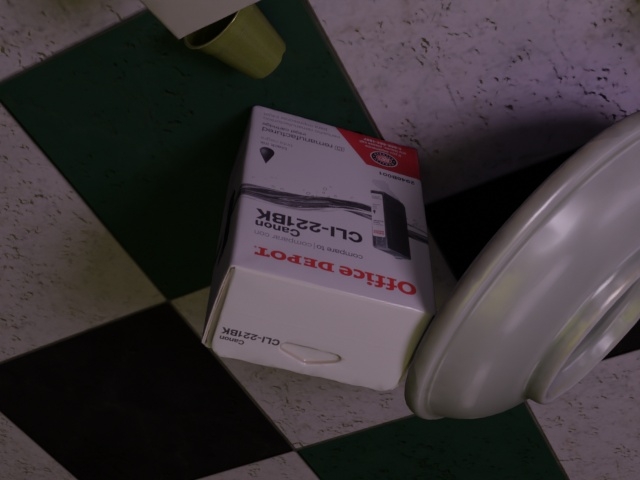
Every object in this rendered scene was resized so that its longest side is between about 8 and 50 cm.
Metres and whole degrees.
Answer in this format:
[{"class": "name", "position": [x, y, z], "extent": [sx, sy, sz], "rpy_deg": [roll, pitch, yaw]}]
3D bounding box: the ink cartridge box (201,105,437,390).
[{"class": "ink cartridge box", "position": [0.000, 0.000, 0.896], "extent": [0.197, 0.273, 0.114], "rpy_deg": [14, 129, -10]}]

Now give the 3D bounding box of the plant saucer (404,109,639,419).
[{"class": "plant saucer", "position": [0.258, 0.057, 0.890], "extent": [0.400, 0.100, 0.400], "rpy_deg": [-36, 153, -22]}]

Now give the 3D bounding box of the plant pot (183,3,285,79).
[{"class": "plant pot", "position": [-0.078, -0.201, 0.865], "extent": [0.083, 0.083, 0.079], "rpy_deg": [-31, 135, 25]}]

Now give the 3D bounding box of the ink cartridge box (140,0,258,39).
[{"class": "ink cartridge box", "position": [-0.098, -0.327, 0.633], "extent": [0.197, 0.198, 0.270], "rpy_deg": [-8, 136, 47]}]
